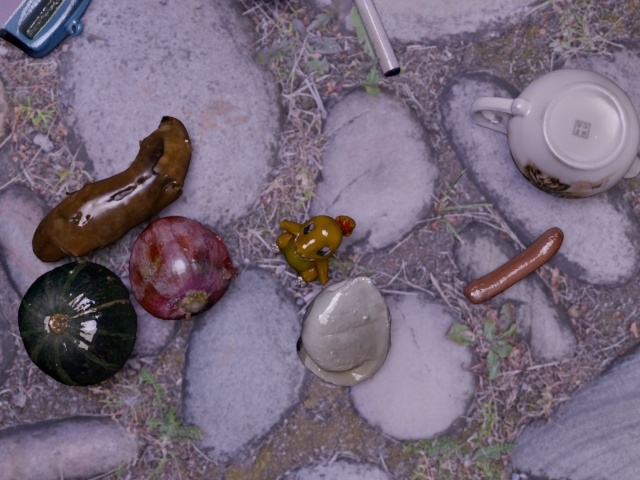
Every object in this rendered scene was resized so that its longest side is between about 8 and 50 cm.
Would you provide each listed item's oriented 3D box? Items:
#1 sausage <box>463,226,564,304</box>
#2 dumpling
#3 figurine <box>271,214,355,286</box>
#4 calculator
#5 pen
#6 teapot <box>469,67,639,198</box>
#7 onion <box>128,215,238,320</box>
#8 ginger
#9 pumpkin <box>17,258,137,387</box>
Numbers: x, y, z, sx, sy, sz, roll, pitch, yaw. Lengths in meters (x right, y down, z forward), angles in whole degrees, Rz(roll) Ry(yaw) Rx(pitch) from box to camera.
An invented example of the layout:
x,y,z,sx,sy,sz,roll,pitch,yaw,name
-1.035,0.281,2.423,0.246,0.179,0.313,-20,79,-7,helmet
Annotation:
x,y,z,sx,sy,sz,roll,pitch,yaw,name
0.311,0.043,1.439,0.186,0.043,0.043,-34,86,-3,sausage
0.042,0.140,1.399,0.150,0.092,0.176,31,90,-13,dumpling
0.003,-0.002,1.377,0.122,0.176,0.121,-33,88,-15,figurine
-0.507,-0.421,1.468,0.293,0.051,0.173,36,84,3,calculator
0.069,-0.395,1.482,0.033,0.033,0.269,-21,85,-3,pen
0.382,-0.170,1.415,0.298,0.139,0.204,24,86,-1,teapot
-0.227,0.027,1.391,0.159,0.159,0.195,-32,56,-4,onion
-0.316,-0.067,1.401,0.309,0.107,0.133,-40,51,-10,ginger
-0.366,0.127,1.368,0.190,0.146,0.190,-7,69,18,pumpkin
